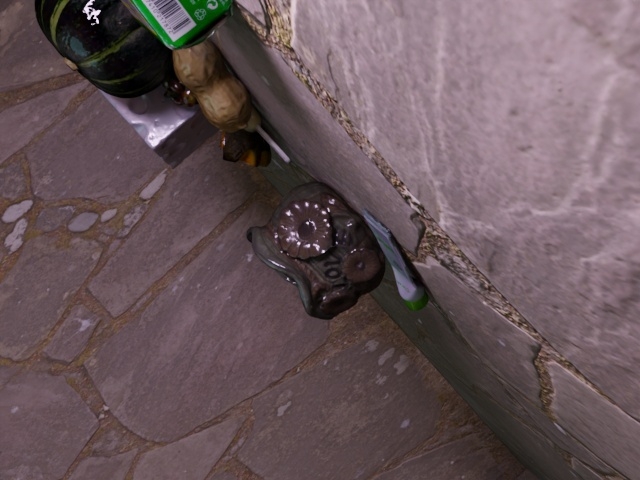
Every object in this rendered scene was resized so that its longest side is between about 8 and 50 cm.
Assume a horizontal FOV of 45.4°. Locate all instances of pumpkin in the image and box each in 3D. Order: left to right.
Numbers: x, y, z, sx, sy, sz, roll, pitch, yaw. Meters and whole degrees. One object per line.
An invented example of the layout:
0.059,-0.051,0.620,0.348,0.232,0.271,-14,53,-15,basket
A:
-0.451,-0.455,1.628,0.323,0.241,0.323,49,172,10,pumpkin
-0.173,-0.262,1.850,0.130,0.149,0.254,9,-169,-9,pumpkin

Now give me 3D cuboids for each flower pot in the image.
-0.002,0.022,1.646,0.302,0.213,0.302,48,178,2,flower pot

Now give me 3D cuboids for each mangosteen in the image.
-0.302,-0.363,1.746,0.140,0.140,0.140,48,178,3,mangosteen

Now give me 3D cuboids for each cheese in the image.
-0.155,-0.265,1.695,0.255,0.050,0.127,48,177,1,cheese

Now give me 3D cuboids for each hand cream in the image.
0.148,0.044,1.462,0.079,0.050,0.275,13,151,34,hand cream

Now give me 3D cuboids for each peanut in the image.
-0.209,-0.306,1.494,0.117,0.101,0.263,16,156,33,peanut

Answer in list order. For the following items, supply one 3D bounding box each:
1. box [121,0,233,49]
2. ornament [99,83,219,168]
-0.232,-0.364,0.945,0.250,0.103,0.180,52,175,-37,box
-0.384,-0.363,1.934,0.240,0.239,0.240,48,177,5,ornament
